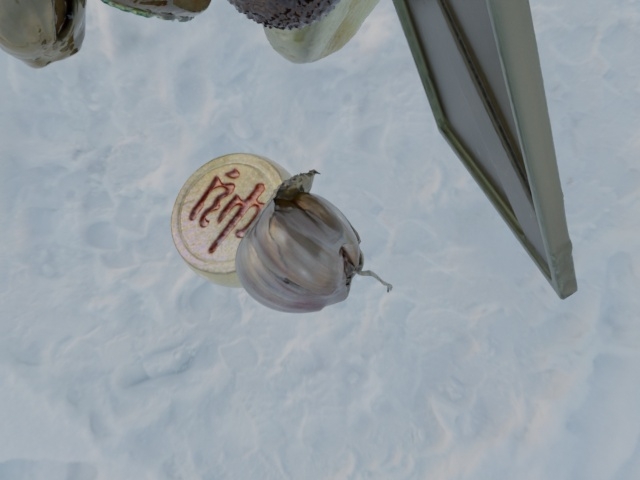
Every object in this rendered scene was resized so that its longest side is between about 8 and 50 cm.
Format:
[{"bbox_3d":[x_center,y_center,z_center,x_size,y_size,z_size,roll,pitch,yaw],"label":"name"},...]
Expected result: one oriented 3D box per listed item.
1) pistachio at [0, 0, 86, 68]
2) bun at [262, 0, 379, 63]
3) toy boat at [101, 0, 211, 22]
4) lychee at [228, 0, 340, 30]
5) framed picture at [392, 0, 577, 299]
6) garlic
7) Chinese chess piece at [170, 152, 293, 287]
[{"bbox_3d":[-0.289,-0.250,0.588,0.113,0.113,0.149,-5,103,-2],"label":"pistachio"},{"bbox_3d":[0.003,-0.525,1.132,0.219,0.365,0.365,35,96,3],"label":"bun"},{"bbox_3d":[-0.279,-0.431,1.012,0.099,0.293,0.108,12,114,23],"label":"toy boat"},{"bbox_3d":[-0.044,-0.351,0.714,0.195,0.194,0.194,0,100,-2],"label":"lychee"},{"bbox_3d":[0.115,-0.189,0.524,0.028,0.326,0.446,-26,133,7],"label":"framed picture"},{"bbox_3d":[0.000,0.000,0.847,0.257,0.207,0.206,2,101,-33],"label":"garlic"},{"bbox_3d":[-0.159,-0.040,1.165,0.270,0.112,0.269,-5,72,16],"label":"Chinese chess piece"}]
